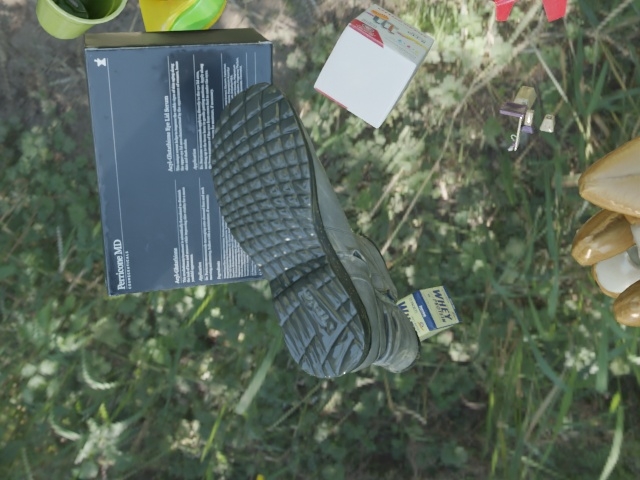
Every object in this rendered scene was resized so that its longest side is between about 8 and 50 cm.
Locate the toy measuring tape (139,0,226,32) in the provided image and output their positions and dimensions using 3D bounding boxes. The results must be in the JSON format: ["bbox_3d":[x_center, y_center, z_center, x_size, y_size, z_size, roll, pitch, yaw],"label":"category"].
[{"bbox_3d":[-0.170,-0.287,1.164,0.121,0.330,0.121,-14,156,-7],"label":"toy measuring tape"}]

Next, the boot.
[{"bbox_3d":[0.000,0.000,0.722,0.083,0.161,0.247,-24,78,19],"label":"boot"}]

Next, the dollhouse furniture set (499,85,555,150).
[{"bbox_3d":[0.356,-0.201,1.472,0.091,0.114,0.081,15,129,18],"label":"dollhouse furniture set"}]

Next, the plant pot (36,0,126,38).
[{"bbox_3d":[-0.232,-0.227,0.814,0.083,0.083,0.079,37,153,-18],"label":"plant pot"}]

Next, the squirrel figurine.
[{"bbox_3d":[0.546,-0.036,1.221,0.397,0.370,0.281,-41,75,0],"label":"squirrel figurine"}]

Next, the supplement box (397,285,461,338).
[{"bbox_3d":[0.130,0.106,1.183,0.083,0.083,0.056,-32,75,32],"label":"supplement box"}]

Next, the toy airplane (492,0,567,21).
[{"bbox_3d":[0.291,-0.340,1.169,0.151,0.028,0.151,-2,147,-1],"label":"toy airplane"}]

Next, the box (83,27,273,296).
[{"bbox_3d":[-0.147,-0.085,0.923,0.184,0.103,0.261,-6,113,-16],"label":"box"}]

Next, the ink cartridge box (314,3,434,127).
[{"bbox_3d":[0.092,-0.293,1.435,0.128,0.176,0.127,32,120,1],"label":"ink cartridge box"}]
